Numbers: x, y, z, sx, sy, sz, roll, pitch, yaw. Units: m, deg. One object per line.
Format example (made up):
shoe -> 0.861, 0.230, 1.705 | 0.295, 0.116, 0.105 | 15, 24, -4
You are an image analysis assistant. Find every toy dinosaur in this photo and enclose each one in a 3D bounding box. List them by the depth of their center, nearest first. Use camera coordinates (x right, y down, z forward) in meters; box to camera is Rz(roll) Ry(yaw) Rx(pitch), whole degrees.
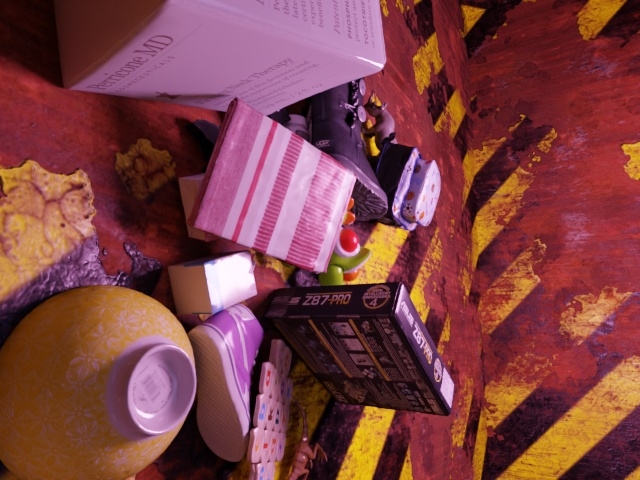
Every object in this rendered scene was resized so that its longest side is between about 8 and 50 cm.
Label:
toy dinosaur -> -0.037, 0.473, 1.075 | 0.112, 0.064, 0.212 | 45, 47, -44

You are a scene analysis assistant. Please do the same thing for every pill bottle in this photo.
pill bottle -> -0.065, -0.227, 1.143 | 0.078, 0.078, 0.137 | 20, 68, -56

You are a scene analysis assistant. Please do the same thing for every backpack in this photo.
backpack -> 0.265, -0.156, 1.502 | 0.277, 0.213, 0.263 | -66, 159, -4

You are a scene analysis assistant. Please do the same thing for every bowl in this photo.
bowl -> -0.269, 0.200, 0.658 | 0.289, 0.155, 0.290 | 18, 68, -56

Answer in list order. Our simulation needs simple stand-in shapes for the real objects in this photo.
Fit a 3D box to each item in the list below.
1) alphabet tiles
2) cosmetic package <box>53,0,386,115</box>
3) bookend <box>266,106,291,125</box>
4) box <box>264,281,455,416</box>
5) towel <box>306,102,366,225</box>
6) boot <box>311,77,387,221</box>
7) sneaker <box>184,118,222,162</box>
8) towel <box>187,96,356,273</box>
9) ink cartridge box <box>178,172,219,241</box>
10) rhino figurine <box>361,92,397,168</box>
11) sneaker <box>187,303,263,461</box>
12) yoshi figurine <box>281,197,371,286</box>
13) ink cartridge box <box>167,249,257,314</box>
alphabet tiles -> -0.098, 0.351, 0.950 | 0.278, 0.021, 0.285 | 73, 23, -66
cosmetic package -> -0.155, -0.409, 0.731 | 0.393, 0.329, 0.328 | -6, 90, -46
bookend -> -0.114, -0.247, 1.074 | 0.156, 0.072, 0.157 | -51, 127, -50
box -> 0.102, 0.260, 1.098 | 0.395, 0.317, 0.097 | 57, 39, -34
towel -> 0.049, -0.253, 1.359 | 0.312, 0.056, 0.325 | 47, 46, -45
boot -> 0.076, -0.313, 1.261 | 0.367, 0.146, 0.446 | 43, 42, -62
sneaker -> -0.196, -0.168, 0.949 | 0.089, 0.051, 0.170 | -48, 120, -50
towel -> -0.075, -0.086, 0.907 | 0.328, 0.037, 0.237 | 24, 82, -42
ink cartridge box -> -0.162, -0.080, 0.912 | 0.198, 0.067, 0.116 | -19, 110, -43
rhino figurine -> 0.198, -0.365, 1.573 | 0.073, 0.106, 0.244 | -26, 106, -58
sneaker -> -0.149, 0.254, 0.872 | 0.161, 0.102, 0.283 | -39, 131, -61
yoshi figurine -> -0.025, -0.004, 1.130 | 0.202, 0.203, 0.363 | -34, 132, -19
ink cartridge box -> -0.189, 0.073, 0.871 | 0.143, 0.092, 0.090 | -17, 100, -58
